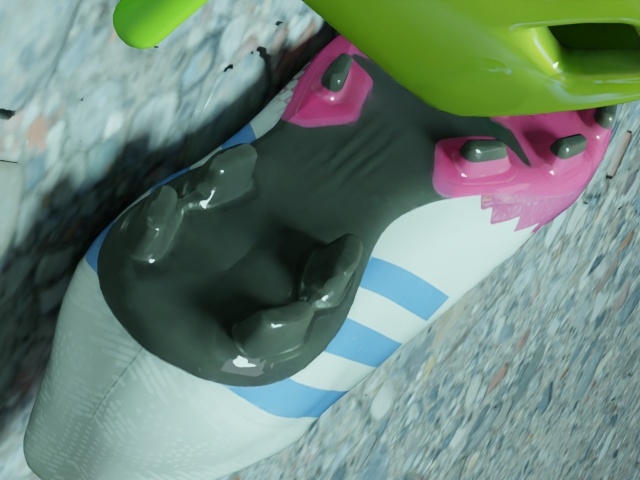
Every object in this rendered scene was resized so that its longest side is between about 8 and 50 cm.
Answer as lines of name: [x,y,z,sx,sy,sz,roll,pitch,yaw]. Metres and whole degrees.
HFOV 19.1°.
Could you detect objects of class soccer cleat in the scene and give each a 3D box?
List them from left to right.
soccer cleat: [0.000,0.000,0.772,0.331,0.116,0.143,-32,162,-49]

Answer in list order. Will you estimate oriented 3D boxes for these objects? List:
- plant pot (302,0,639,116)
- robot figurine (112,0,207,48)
plant pot: [0.086,-0.171,0.409,0.227,0.207,0.228,39,66,-42]
robot figurine: [-0.050,-0.104,0.486,0.115,0.101,0.067,-11,154,-20]
